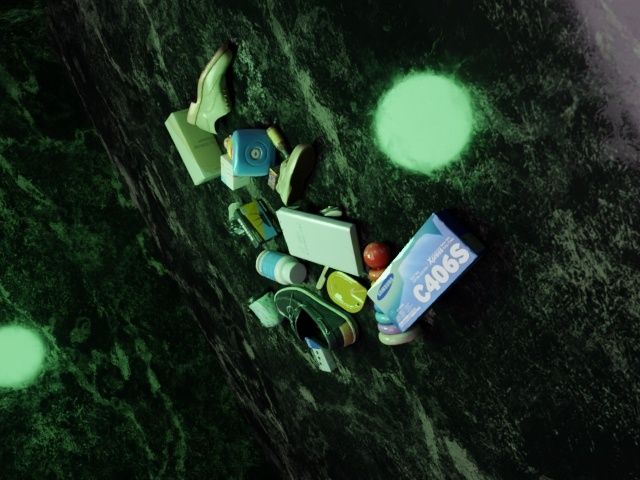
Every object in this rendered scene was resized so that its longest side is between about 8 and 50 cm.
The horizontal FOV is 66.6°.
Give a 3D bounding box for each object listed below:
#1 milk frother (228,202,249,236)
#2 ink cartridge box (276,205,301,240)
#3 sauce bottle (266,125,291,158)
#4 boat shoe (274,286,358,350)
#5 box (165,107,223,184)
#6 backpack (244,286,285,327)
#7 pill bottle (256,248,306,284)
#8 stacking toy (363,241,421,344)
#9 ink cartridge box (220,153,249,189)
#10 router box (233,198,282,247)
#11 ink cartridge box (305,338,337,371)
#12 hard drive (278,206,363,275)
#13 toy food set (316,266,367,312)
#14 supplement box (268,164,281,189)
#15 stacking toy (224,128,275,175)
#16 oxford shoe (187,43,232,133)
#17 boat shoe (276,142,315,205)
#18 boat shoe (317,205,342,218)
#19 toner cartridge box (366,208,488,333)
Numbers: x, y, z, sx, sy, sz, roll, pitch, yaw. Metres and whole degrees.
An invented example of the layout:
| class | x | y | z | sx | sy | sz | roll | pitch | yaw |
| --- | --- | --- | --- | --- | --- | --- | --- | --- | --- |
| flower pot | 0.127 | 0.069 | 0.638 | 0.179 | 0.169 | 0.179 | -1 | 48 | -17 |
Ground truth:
| class | x | y | z | sx | sy | sz | roll | pitch | yaw |
| --- | --- | --- | --- | --- | --- | --- | --- | --- | --- |
| milk frother | -0.335 | -0.083 | 2.180 | 0.143 | 0.129 | 0.134 | 58 | -161 | -51 |
| ink cartridge box | -0.108 | -0.061 | 1.911 | 0.099 | 0.056 | 0.135 | 1 | 114 | 52 |
| sauce bottle | -0.148 | -0.354 | 1.766 | 0.128 | 0.042 | 0.042 | 59 | 147 | 8 |
| boat shoe | -0.059 | 0.325 | 2.039 | 0.500 | 0.156 | 0.186 | 19 | 130 | 48 |
| box | -0.547 | -0.421 | 2.170 | 0.121 | 0.148 | 0.311 | -19 | 99 | 56 |
| backpack | -0.251 | 0.325 | 2.317 | 0.182 | 0.152 | 0.115 | 53 | 142 | 3 |
| pill bottle | -0.163 | 0.116 | 2.053 | 0.222 | 0.124 | 0.124 | 16 | 125 | 49 |
| stacking toy | 0.221 | 0.161 | 1.581 | 0.141 | 0.141 | 0.330 | -7 | 101 | 55 |
| ink cartridge box | -0.357 | -0.304 | 2.044 | 0.092 | 0.090 | 0.143 | 40 | 142 | 30 |
| router box | -0.261 | -0.073 | 2.041 | 0.178 | 0.133 | 0.046 | 54 | 147 | 10 |
| ink cartridge box | -0.006 | 0.482 | 2.178 | 0.097 | 0.046 | 0.207 | -12 | 103 | 55 |
| hard drive | 0.000 | 0.000 | 1.751 | 0.319 | 0.040 | 0.210 | 16 | 134 | 35 |
| toy food set | 0.096 | 0.173 | 1.803 | 0.218 | 0.071 | 0.128 | 33 | 119 | 33 |
| supplement box | -0.164 | -0.241 | 1.860 | 0.043 | 0.055 | 0.083 | 46 | 143 | 25 |
| stacking toy | -0.309 | -0.361 | 1.905 | 0.302 | 0.166 | 0.175 | 30 | 121 | 55 |
| oxford shoe | -0.397 | -0.582 | 1.899 | 0.147 | 0.140 | 0.397 | 31 | 141 | -8 |
| boat shoe | -0.102 | -0.245 | 1.729 | 0.098 | 0.109 | 0.302 | 49 | 151 | 17 |
| boat shoe | 0.032 | -0.098 | 1.709 | 0.137 | 0.049 | 0.043 | -21 | 56 | 58 |
| toner cartridge box | 0.291 | 0.093 | 1.377 | 0.165 | 0.075 | 0.347 | 49 | 127 | 21 |
